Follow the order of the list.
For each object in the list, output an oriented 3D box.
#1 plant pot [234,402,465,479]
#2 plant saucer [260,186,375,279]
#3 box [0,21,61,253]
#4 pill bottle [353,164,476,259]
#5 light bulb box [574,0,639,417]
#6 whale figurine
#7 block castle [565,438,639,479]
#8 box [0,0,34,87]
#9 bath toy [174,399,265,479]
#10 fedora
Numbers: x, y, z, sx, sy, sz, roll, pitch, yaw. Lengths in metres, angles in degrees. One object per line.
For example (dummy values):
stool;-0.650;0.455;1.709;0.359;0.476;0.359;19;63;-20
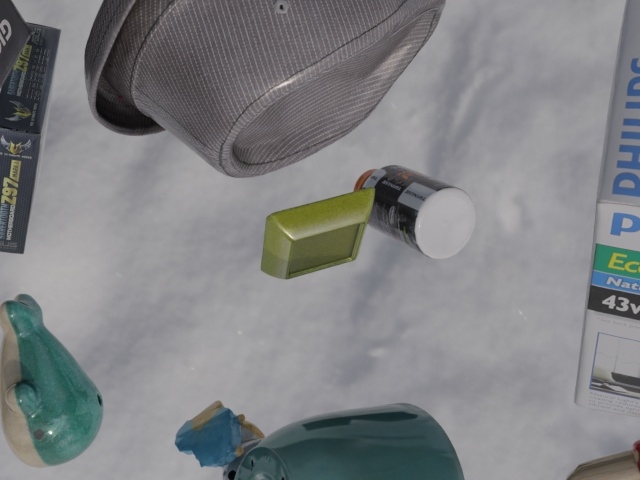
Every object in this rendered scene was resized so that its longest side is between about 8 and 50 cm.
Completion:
plant pot;0.019;0.368;1.369;0.293;0.235;0.292;-16;71;57
plant saucer;0.000;0.000;1.665;0.188;0.188;0.045;-15;62;-16
box;-0.361;-0.127;1.205;0.059;0.183;0.232;9;40;-16
pill bottle;0.155;-0.061;1.786;0.130;0.130;0.246;-53;34;-5
light bulb box;0.392;-0.049;0.989;0.225;0.361;0.357;8;56;16
whale figurine;-0.422;0.214;1.562;0.141;0.216;0.271;-11;94;1
block castle;0.512;0.507;1.395;0.213;0.303;0.453;-18;69;13
box;-0.294;-0.143;0.536;0.073;0.293;0.295;-5;44;19
bath toy;-0.085;0.410;1.637;0.129;0.348;0.151;-29;28;21
fedora;-0.013;-0.139;0.645;0.275;0.243;0.124;-38;77;-28
